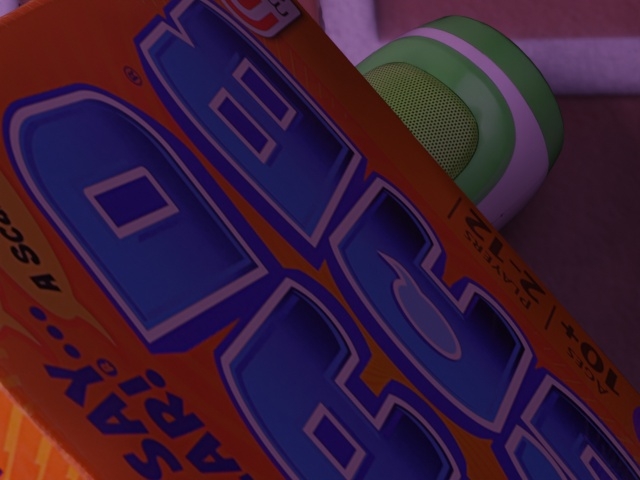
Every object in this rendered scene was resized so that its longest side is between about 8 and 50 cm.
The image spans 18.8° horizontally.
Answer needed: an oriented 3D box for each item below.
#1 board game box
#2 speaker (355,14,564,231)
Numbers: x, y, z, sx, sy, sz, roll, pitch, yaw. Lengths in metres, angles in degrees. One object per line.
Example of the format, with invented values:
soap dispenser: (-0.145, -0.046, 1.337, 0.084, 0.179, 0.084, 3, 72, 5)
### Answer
board game box: (-0.098, 0.150, 0.718, 0.356, 0.356, 0.356, 49, 23, -5)
speaker: (0.000, 0.000, 1.074, 0.131, 0.131, 0.296, 43, 66, 14)
